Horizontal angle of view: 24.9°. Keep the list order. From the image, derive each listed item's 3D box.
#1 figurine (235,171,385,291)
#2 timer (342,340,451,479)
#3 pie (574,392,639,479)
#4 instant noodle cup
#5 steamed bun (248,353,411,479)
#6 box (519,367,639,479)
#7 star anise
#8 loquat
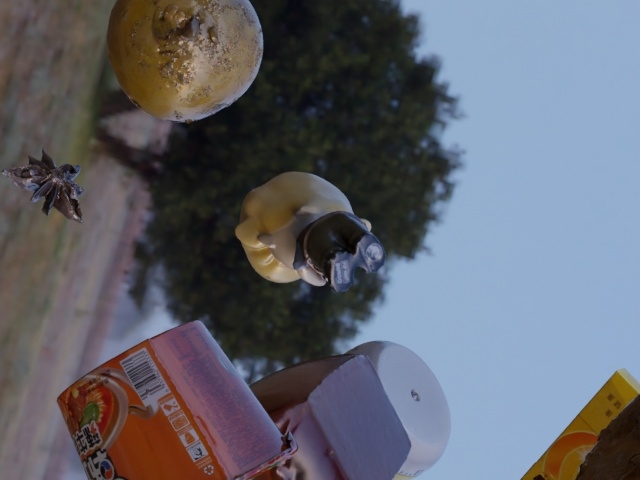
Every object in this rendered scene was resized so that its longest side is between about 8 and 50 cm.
[{"bbox_3d":[0.000,0.000,1.363,0.114,0.108,0.196,-38,-152,-13],"label":"figurine"},{"bbox_3d":[0.074,0.339,2.659,0.285,0.285,0.285,-164,-90,-78],"label":"timer"},{"bbox_3d":[0.413,0.262,1.766,0.273,0.069,0.273,-42,-164,15],"label":"pie"},{"bbox_3d":[-0.176,0.221,1.688,0.192,0.250,0.250,60,-23,7],"label":"instant noodle cup"},{"bbox_3d":[-0.043,0.316,2.152,0.248,0.235,0.379,-25,-178,22],"label":"steamed bun"},{"bbox_3d":[0.424,0.340,2.192,0.152,0.043,0.269,48,-62,23],"label":"box"},{"bbox_3d":[-0.406,-0.085,2.122,0.056,0.129,0.124,-43,-136,39],"label":"star anise"},{"bbox_3d":[-0.197,-0.288,2.114,0.235,0.235,0.235,-164,-90,-78],"label":"loquat"}]
